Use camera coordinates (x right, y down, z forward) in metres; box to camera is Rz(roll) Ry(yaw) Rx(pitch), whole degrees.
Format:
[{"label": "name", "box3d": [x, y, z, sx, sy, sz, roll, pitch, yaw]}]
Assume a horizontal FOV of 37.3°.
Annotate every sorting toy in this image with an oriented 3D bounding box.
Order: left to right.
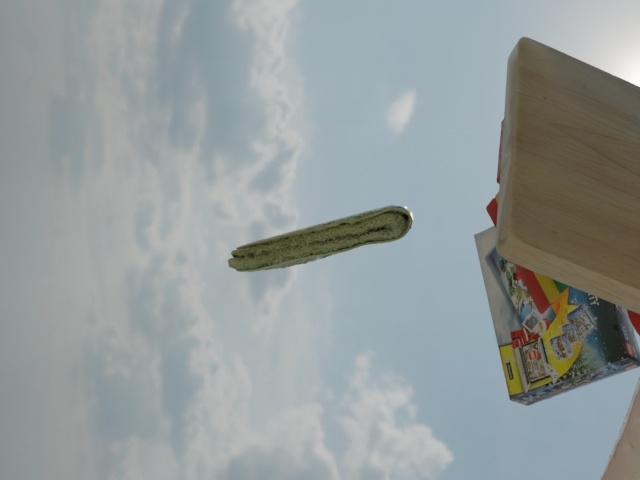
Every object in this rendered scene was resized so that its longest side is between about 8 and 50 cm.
[{"label": "sorting toy", "box3d": [0.257, -0.020, 0.799, 0.089, 0.257, 0.255, 121, -12, -46]}]

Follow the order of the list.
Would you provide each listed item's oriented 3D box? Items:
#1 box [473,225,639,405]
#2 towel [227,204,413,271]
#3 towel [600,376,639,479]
[{"label": "box", "box3d": [0.287, 0.068, 1.171, 0.159, 0.044, 0.233, -27, -124, 33]}, {"label": "towel", "box3d": [0.000, 0.000, 0.760, 0.110, 0.148, 0.027, -60, 134, -86]}, {"label": "towel", "box3d": [0.284, 0.092, 0.395, 0.317, 0.053, 0.331, 32, -63, 43]}]
